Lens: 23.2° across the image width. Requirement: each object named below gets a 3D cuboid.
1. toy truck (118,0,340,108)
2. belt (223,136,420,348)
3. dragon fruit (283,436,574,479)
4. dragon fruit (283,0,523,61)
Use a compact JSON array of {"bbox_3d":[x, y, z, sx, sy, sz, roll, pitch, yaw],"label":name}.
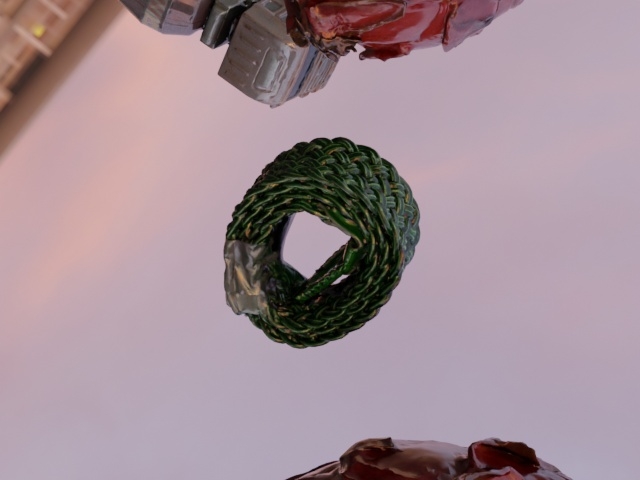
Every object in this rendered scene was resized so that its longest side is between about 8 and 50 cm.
[{"bbox_3d":[-0.108,-0.231,1.512,0.140,0.256,0.108,-38,160,-51],"label":"toy truck"},{"bbox_3d":[0.000,0.000,1.058,0.151,0.121,0.079,-59,-179,34],"label":"belt"},{"bbox_3d":[0.061,0.270,1.067,0.342,0.277,0.277,-23,-145,30],"label":"dragon fruit"},{"bbox_3d":[0.061,-0.205,0.987,0.209,0.172,0.172,-26,-160,-12],"label":"dragon fruit"}]
